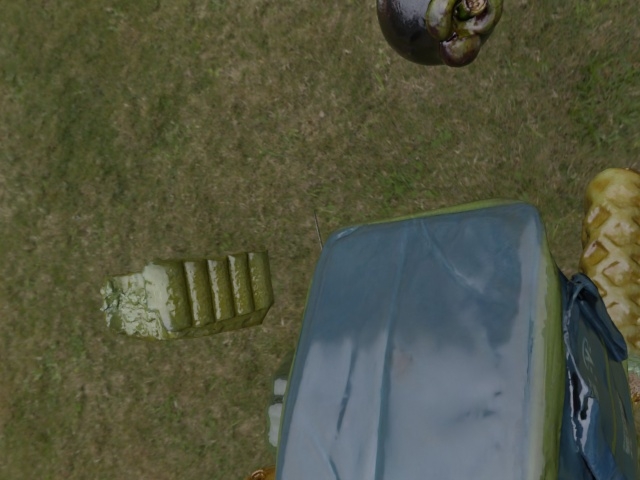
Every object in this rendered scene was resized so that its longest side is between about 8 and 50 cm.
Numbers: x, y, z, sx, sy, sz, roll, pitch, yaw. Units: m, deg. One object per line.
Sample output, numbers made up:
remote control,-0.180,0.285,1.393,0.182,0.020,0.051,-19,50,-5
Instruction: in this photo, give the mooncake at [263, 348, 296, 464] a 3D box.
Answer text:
mooncake,0.013,0.401,1.318,0.187,0.351,0.351,-4,85,33

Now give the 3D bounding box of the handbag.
handbag,0.117,0.127,0.421,0.222,0.241,0.263,-14,55,37

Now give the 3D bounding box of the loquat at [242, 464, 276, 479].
loquat,-0.052,0.328,0.622,0.141,0.141,0.141,-2,85,21

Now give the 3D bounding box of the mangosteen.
mangosteen,0.282,-0.530,1.264,0.297,0.297,0.313,-27,72,17

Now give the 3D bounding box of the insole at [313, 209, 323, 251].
insole,0.000,0.000,1.661,0.004,0.064,0.188,-12,87,6

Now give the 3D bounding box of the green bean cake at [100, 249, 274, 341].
green bean cake,-0.220,0.096,0.907,0.236,0.233,0.124,-15,82,50

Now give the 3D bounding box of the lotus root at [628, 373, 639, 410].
lotus root,0.487,0.243,0.907,0.190,0.094,0.108,-35,31,-17

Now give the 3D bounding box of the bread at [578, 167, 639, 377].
bread,0.366,0.030,0.679,0.098,0.087,0.269,18,68,-5
